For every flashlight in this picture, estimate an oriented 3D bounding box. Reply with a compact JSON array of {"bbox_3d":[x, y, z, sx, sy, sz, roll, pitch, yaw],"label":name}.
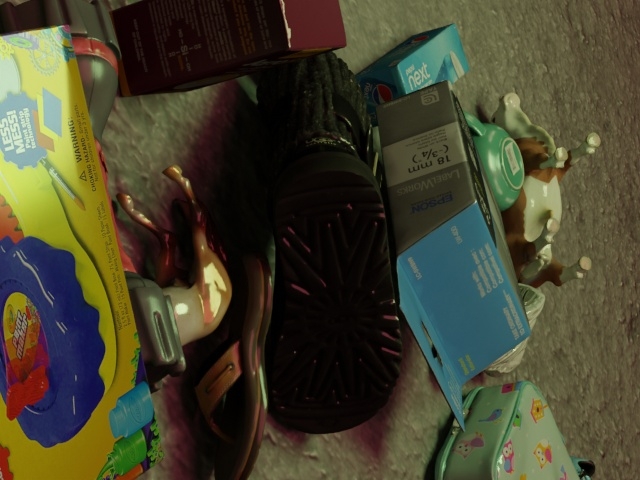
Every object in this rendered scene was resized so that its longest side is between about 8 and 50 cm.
[{"bbox_3d":[-0.172,-0.037,0.801,0.103,0.103,0.304,80,-9,-70],"label":"flashlight"}]

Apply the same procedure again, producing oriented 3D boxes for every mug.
[{"bbox_3d":[0.220,-0.104,1.499,0.157,0.097,0.130,30,57,-51],"label":"mug"}]

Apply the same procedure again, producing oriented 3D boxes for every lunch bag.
[{"bbox_3d":[0.249,0.338,1.414,0.224,0.107,0.279,-52,123,-46],"label":"lunch bag"}]

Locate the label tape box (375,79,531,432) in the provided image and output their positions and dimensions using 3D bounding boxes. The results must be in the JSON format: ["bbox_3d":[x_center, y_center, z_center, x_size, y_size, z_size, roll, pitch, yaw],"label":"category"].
[{"bbox_3d":[0.160,0.013,1.251,0.334,0.105,0.241,-94,161,-46],"label":"label tape box"}]

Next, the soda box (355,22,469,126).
[{"bbox_3d":[0.124,-0.220,1.413,0.210,0.067,0.071,-42,117,-52],"label":"soda box"}]

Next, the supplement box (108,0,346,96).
[{"bbox_3d":[-0.085,-0.189,0.965,0.104,0.188,0.081,-19,98,-57],"label":"supplement box"}]

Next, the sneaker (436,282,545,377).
[{"bbox_3d":[0.235,0.149,1.468,0.232,0.090,0.115,-28,129,-45],"label":"sneaker"}]

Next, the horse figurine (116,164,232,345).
[{"bbox_3d":[-0.147,0.046,0.921,0.263,0.066,0.174,-41,108,-50],"label":"horse figurine"}]

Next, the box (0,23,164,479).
[{"bbox_3d":[-0.266,0.048,0.609,0.279,0.177,0.290,-31,114,-55],"label":"box"}]

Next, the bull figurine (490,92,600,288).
[{"bbox_3d":[0.316,-0.072,1.581,0.101,0.188,0.311,5,83,-23],"label":"bull figurine"}]

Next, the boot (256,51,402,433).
[{"bbox_3d":[0.004,-0.001,1.112,0.260,0.131,0.348,-103,-167,-56],"label":"boot"}]

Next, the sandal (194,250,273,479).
[{"bbox_3d":[-0.084,0.117,0.984,0.060,0.090,0.219,7,86,-19],"label":"sandal"}]

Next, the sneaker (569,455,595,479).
[{"bbox_3d":[0.373,0.366,1.629,0.162,0.073,0.063,-31,108,-56],"label":"sneaker"}]
